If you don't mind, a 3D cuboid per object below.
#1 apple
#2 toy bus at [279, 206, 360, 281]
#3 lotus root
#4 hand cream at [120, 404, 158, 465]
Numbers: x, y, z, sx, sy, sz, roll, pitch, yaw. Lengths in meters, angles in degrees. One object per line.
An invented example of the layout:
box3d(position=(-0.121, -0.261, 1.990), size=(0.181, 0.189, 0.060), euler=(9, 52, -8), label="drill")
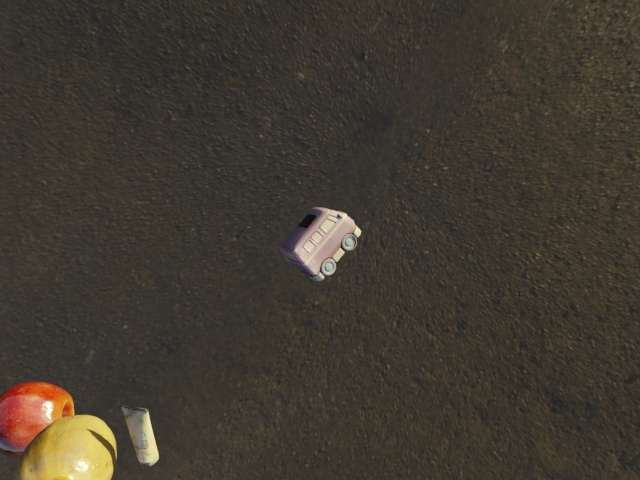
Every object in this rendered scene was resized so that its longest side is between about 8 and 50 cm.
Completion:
box3d(position=(-0.844, 0.525, 1.601), size=(0.202, 0.218, 0.218), euler=(-3, 96, -6), label="apple")
box3d(position=(0.000, 0.000, 1.551), size=(0.142, 0.142, 0.202), euler=(45, 76, -21), label="toy bus")
box3d(position=(-0.499, 0.455, 1.067), size=(0.183, 0.310, 0.182), euler=(-2, 96, -15), label="lotus root")
box3d(position=(-0.351, 0.383, 1.075), size=(0.061, 0.039, 0.143), euler=(3, 117, 20), label="hand cream")
